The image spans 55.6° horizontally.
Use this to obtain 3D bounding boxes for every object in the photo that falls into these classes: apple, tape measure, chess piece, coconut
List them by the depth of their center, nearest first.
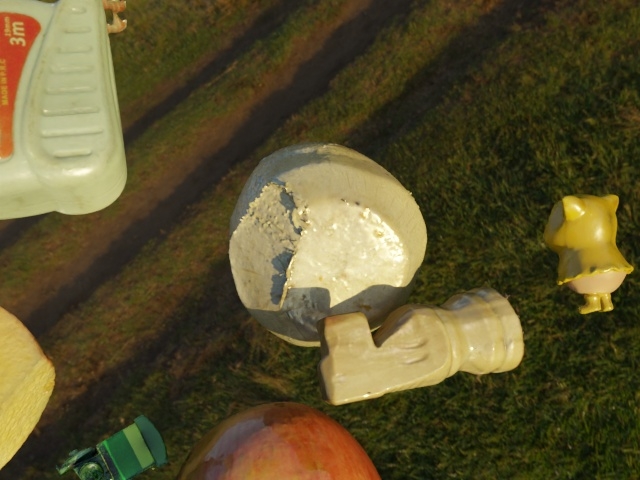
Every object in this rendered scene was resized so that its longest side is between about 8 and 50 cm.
[{"bbox_3d":[-0.326,-0.146,0.667,0.246,0.125,0.243,-8,72,-14],"label":"tape measure"},{"bbox_3d":[0.136,0.154,0.879,0.300,0.137,0.137,-9,39,-21],"label":"chess piece"},{"bbox_3d":[-0.065,0.437,0.955,0.363,0.364,0.364,-17,47,19],"label":"apple"},{"bbox_3d":[-0.667,0.249,1.077,0.309,0.252,0.314,31,108,10],"label":"apple"},{"bbox_3d":[0.000,0.000,1.090,0.346,0.346,0.360,-34,19,3],"label":"coconut"}]

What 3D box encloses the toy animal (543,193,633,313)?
[{"bbox_3d":[0.512,0.022,1.159,0.155,0.156,0.230,-10,82,26],"label":"toy animal"}]

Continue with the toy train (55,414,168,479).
[{"bbox_3d":[-0.428,0.462,1.267,0.202,0.301,0.120,-27,80,-25],"label":"toy train"}]
